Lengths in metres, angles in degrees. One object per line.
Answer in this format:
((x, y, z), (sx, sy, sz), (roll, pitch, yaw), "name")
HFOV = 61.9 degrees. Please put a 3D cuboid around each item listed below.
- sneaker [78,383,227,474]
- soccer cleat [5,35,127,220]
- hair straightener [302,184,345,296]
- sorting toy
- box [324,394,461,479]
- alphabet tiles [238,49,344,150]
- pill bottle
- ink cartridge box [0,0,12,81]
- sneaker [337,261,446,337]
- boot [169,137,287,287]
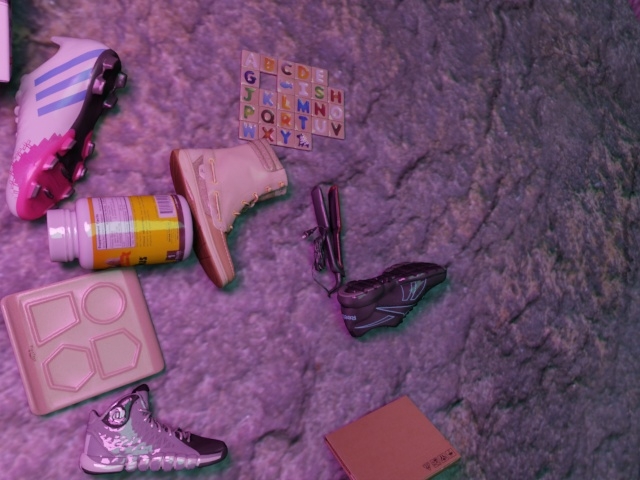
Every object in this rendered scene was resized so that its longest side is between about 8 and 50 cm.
((-0.260, 0.299, 0.861), (0.229, 0.086, 0.132), (6, 74, -23), "sneaker")
((-0.448, -0.192, 0.881), (0.143, 0.116, 0.331), (19, 72, 3), "soccer cleat")
((0.000, 0.000, 1.080), (0.089, 0.047, 0.230), (0, 83, -25), "hair straightener")
((-0.380, 0.154, 0.866), (0.208, 0.038, 0.192), (-16, 86, -32), "sorting toy")
((0.134, 0.391, 1.003), (0.201, 0.164, 0.021), (-17, 130, -27), "box")
((-0.056, -0.288, 1.132), (0.237, 0.009, 0.198), (5, 76, -24), "alphabet tiles")
((-0.328, -0.014, 0.879), (0.215, 0.117, 0.117), (-5, 81, -26), "pill bottle")
((-0.513, -0.376, 0.770), (0.115, 0.198, 0.272), (-1, 108, -28), "ink cartridge box")
((0.152, 0.115, 1.107), (0.268, 0.101, 0.106), (-16, 105, -26), "sneaker")
((-0.148, -0.059, 0.991), (0.204, 0.095, 0.261), (-15, 81, -29), "boot")
